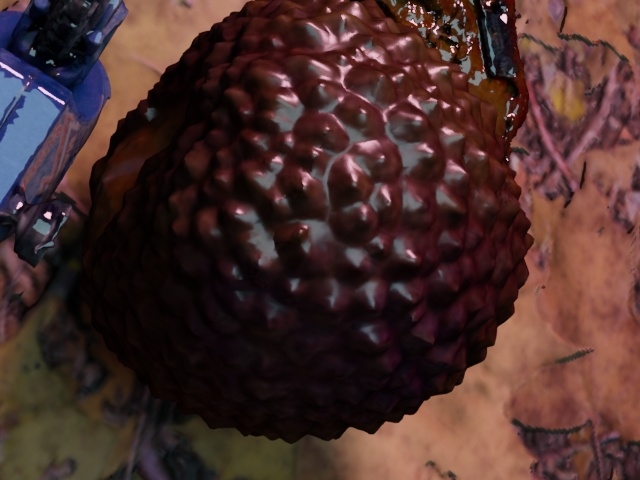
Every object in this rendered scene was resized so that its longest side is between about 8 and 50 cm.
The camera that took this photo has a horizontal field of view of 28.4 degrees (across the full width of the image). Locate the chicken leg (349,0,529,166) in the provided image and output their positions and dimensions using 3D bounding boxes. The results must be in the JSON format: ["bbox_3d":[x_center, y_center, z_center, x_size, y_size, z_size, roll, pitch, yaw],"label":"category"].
[{"bbox_3d":[0.051,-0.104,0.622,0.105,0.063,0.233,-21,96,-25],"label":"chicken leg"}]

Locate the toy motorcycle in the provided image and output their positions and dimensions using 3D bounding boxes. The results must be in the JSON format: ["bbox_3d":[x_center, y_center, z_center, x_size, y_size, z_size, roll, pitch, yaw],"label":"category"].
[{"bbox_3d":[-0.132,-0.028,0.486,0.076,0.114,0.205,32,74,-13],"label":"toy motorcycle"}]

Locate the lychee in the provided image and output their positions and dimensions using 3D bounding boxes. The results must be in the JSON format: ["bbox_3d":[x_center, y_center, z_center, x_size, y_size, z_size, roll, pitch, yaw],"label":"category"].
[{"bbox_3d":[0.000,0.000,0.516,0.188,0.188,0.188,3,83,-29],"label":"lychee"}]
